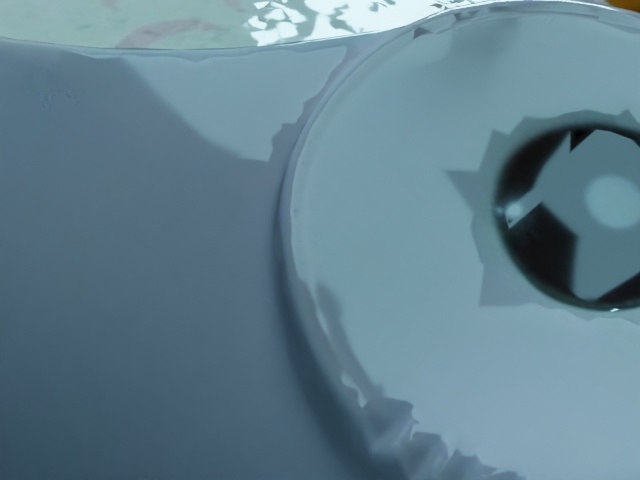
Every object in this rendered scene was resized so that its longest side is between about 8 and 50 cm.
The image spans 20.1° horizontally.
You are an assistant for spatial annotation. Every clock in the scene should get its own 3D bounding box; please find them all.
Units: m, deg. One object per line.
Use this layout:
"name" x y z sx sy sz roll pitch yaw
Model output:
"clock" 0.000 0.000 0.489 0.368 0.250 0.377 -30 48 -33
